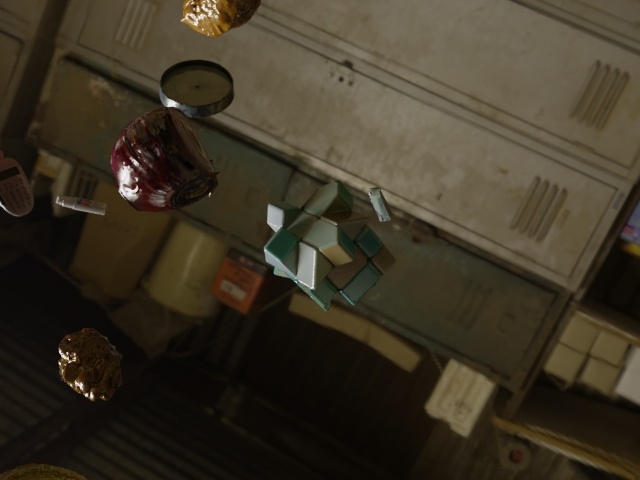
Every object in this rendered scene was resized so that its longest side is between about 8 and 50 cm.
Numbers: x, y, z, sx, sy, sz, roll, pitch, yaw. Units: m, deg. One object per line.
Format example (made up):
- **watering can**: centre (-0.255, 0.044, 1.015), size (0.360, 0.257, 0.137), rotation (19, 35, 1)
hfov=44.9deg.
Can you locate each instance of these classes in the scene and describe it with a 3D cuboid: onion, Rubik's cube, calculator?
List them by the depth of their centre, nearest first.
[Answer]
- **Rubik's cube**: centre (0.000, 0.000, 1.572), size (0.213, 0.224, 0.265), rotation (46, 174, -38)
- **onion**: centre (-0.370, -0.176, 1.735), size (0.216, 0.206, 0.207), rotation (59, -169, 13)
- **calculator**: centre (-0.723, -0.134, 1.794), size (0.103, 0.024, 0.166), rotation (-40, -72, -58)

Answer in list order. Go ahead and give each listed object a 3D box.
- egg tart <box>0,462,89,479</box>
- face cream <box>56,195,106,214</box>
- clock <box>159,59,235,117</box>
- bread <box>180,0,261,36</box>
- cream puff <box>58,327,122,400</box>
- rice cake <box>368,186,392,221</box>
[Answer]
- **egg tart**: centre (-0.641, 0.620, 1.816), size (0.279, 0.095, 0.279), rotation (17, -171, -3)
- **face cream**: centre (-0.650, -0.097, 2.105), size (0.130, 0.034, 0.034), rotation (11, -164, -22)
- **clock**: centre (-0.351, -0.436, 2.208), size (0.215, 0.042, 0.215), rotation (3, -130, -3)
- **bread**: centre (-0.208, -0.565, 1.753), size (0.139, 0.229, 0.143), rotation (39, -142, 14)
- **cream puff**: centre (-0.376, 0.201, 1.281), size (0.122, 0.094, 0.116), rotation (39, 179, -3)
- **rice cake**: centre (0.192, -0.116, 2.494), size (0.043, 0.034, 0.211), rotation (-5, 157, 14)
